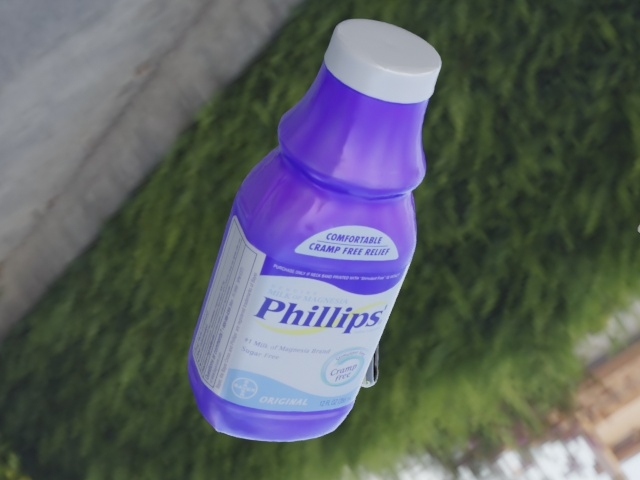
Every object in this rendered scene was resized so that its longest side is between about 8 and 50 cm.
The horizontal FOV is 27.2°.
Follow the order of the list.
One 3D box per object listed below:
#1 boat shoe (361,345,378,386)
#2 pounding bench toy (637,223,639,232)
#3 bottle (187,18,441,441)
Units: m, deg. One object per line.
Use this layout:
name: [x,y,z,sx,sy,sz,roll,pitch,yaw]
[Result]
boat shoe: [0.032,0.020,1.021,0.081,0.068,0.228,-80,-178,-54]
pounding bench toy: [0.371,-0.011,1.337,0.052,0.065,0.083,-48,-172,-39]
bottle: [0.000,0.000,0.837,0.118,0.092,0.283,5,125,-24]
